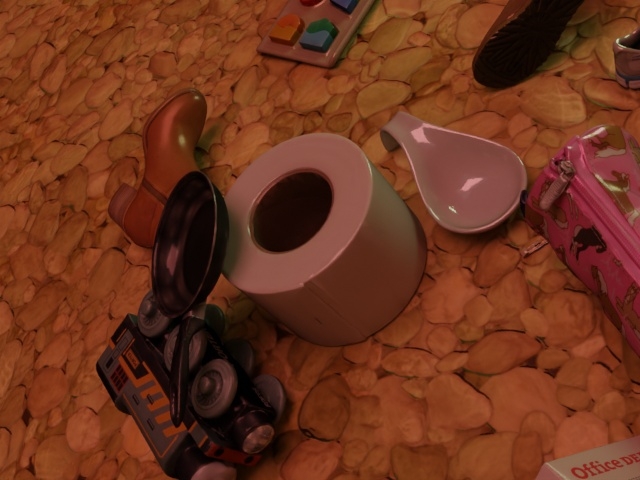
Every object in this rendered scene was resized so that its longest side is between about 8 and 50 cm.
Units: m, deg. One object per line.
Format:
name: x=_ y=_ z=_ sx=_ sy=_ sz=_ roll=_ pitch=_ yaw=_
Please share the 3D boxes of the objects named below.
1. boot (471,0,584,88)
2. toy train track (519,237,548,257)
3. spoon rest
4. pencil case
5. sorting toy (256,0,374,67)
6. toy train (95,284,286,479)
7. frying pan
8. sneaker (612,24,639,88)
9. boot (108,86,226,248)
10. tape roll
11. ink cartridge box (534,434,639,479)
boot: x=0.300 y=-0.378 z=1.275 sx=0.236 sy=0.089 sz=0.269 roll=-47 pitch=26 yaw=33
toy train track: x=0.287 y=-0.007 z=1.084 sx=0.083 sy=0.014 sz=0.048 roll=-36 pitch=47 yaw=10
spoon rest: x=0.167 y=-0.105 z=1.185 sx=0.137 sy=0.084 sz=0.276 roll=-46 pitch=45 yaw=0
pencil case: x=0.355 y=0.053 z=0.879 sx=0.167 sy=0.160 sz=0.386 roll=-9 pitch=48 yaw=-18
sorting toy: x=-0.005 y=-0.403 z=1.538 sx=0.208 sy=0.038 sz=0.193 roll=20 pitch=74 yaw=42
toy train: x=-0.185 y=0.204 z=1.194 sx=0.190 sy=0.142 sz=0.334 roll=-54 pitch=47 yaw=8
frying pan: x=-0.156 y=0.050 z=1.100 sx=0.197 sy=0.053 sz=0.326 roll=-56 pitch=38 yaw=31
sneaker: x=0.460 y=-0.270 z=1.096 sx=0.190 sy=0.083 sz=0.071 roll=-31 pitch=46 yaw=12
boot: x=-0.228 y=-0.112 z=1.443 sx=0.220 sy=0.109 sz=0.283 roll=27 pitch=80 yaw=44
tape roll: x=0.000 y=0.000 z=1.170 sx=0.246 sy=0.169 sz=0.246 roll=-17 pitch=53 yaw=24
ink cartridge box: x=0.285 y=0.308 z=0.723 sx=0.232 sy=0.171 sz=0.168 roll=42 pitch=122 yaw=43
